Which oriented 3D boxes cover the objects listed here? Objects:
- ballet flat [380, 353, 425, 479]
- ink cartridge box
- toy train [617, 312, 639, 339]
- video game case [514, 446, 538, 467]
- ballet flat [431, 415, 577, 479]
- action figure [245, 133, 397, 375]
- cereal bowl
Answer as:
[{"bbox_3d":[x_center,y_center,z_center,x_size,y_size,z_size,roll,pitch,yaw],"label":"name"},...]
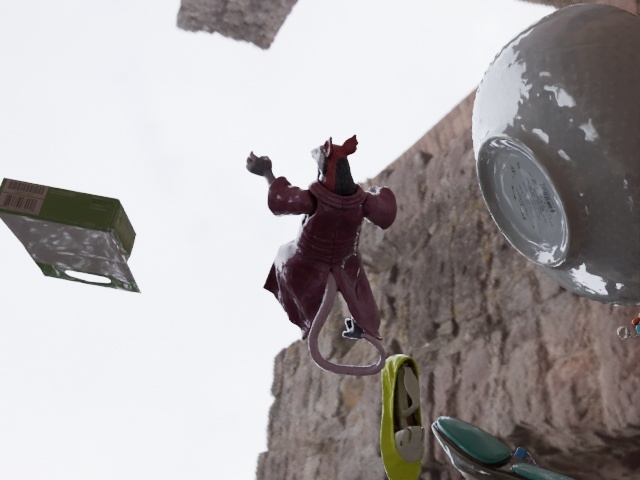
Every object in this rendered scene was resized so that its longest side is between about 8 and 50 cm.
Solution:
[{"bbox_3d":[0.145,0.307,1.289,0.077,0.077,0.231,10,-114,-26],"label":"ballet flat"},{"bbox_3d":[-0.360,0.000,1.117,0.171,0.235,0.056,10,-114,4],"label":"ink cartridge box"},{"bbox_3d":[0.703,0.137,1.628,0.046,0.125,0.166,7,-90,-32],"label":"toy train"},{"bbox_3d":[0.274,0.368,1.043,0.119,0.015,0.166,-58,-40,-16],"label":"video game case"},{"bbox_3d":[0.201,0.263,0.817,0.072,0.213,0.068,2,-78,-44],"label":"ballet flat"},{"bbox_3d":[0.000,0.000,1.211,0.248,0.370,0.276,1,-140,-6],"label":"action figure"},{"bbox_3d":[0.274,-0.073,0.825,0.141,0.339,0.339,-26,-99,-13],"label":"cereal bowl"}]
